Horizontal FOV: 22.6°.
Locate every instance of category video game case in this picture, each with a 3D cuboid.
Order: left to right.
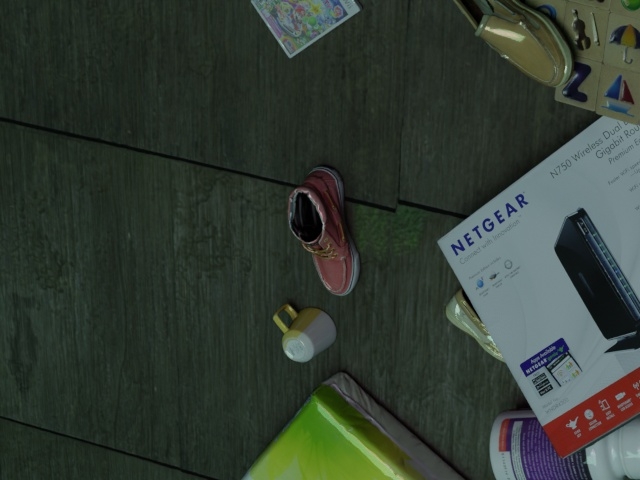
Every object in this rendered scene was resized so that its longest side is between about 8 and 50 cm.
[{"bbox_3d":[-0.018,-0.287,1.943,0.122,0.011,0.087,-30,97,35],"label":"video game case"}]

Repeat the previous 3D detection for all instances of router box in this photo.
[{"bbox_3d":[0.336,0.039,1.818,0.335,0.082,0.301,-40,73,35],"label":"router box"}]

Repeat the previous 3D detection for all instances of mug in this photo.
[{"bbox_3d":[-0.027,0.128,2.118,0.078,0.064,0.062,19,122,19],"label":"mug"}]

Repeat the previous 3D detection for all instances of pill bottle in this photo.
[{"bbox_3d":[0.317,0.257,1.973,0.193,0.108,0.108,-7,110,31],"label":"pill bottle"}]

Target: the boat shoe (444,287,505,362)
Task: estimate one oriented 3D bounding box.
[{"bbox_3d":[0.217,0.108,1.989,0.135,0.050,0.045,33,130,10],"label":"boat shoe"}]

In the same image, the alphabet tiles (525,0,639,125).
[{"bbox_3d":[0.338,-0.292,1.682,0.285,0.011,0.342,22,116,40],"label":"alphabet tiles"}]

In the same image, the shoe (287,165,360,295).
[{"bbox_3d":[0.000,0.000,2.031,0.063,0.081,0.178,3,115,27],"label":"shoe"}]

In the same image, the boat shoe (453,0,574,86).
[{"bbox_3d":[0.201,-0.235,1.773,0.190,0.072,0.068,49,134,31],"label":"boat shoe"}]

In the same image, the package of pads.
[{"bbox_3d":[0.058,0.352,2.161,0.296,0.101,0.229,42,125,5],"label":"package of pads"}]
